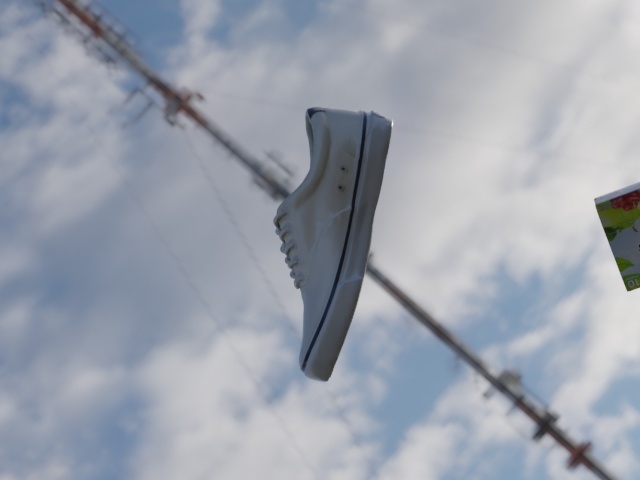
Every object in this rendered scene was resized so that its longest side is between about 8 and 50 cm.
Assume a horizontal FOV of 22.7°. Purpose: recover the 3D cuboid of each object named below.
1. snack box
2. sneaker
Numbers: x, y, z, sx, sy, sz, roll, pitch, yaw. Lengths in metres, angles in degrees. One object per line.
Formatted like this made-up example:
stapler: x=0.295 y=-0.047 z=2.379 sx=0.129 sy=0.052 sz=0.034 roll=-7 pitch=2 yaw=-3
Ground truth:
snack box: x=0.363 y=-0.019 z=1.630 sx=0.141 sy=0.100 sz=0.037 roll=-21 pitch=11 yaw=11
sneaker: x=0.000 y=0.000 z=1.464 sx=0.094 sy=0.091 sz=0.258 roll=101 pitch=180 yaw=-74
